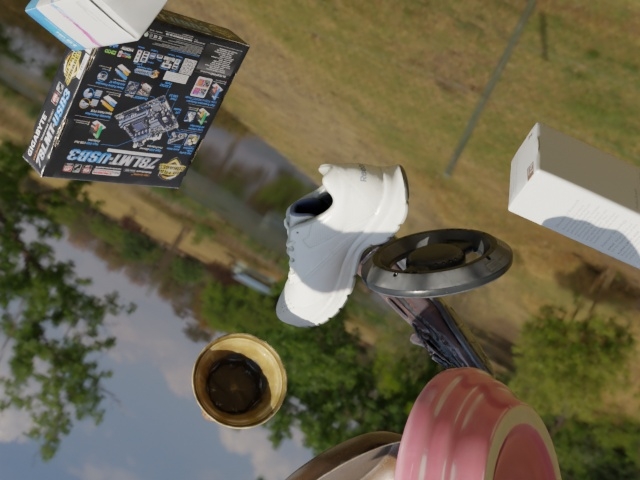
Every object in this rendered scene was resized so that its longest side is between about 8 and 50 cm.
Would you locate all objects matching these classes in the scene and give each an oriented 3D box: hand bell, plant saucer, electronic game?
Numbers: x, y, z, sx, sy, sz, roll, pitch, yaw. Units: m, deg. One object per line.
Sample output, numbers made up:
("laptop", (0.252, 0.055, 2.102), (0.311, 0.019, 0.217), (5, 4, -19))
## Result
("hand bell", (-0.135, 0.221, 1.306), (0.126, 0.126, 0.242), (29, 155, -4))
("plant saucer", (0.025, 0.411, 1.558), (0.050, 0.311, 0.310), (57, -169, 29))
("plant saucer", (0.188, 0.303, 1.003), (0.084, 0.332, 0.332), (-7, 156, 31))
("electronic game", (0.174, 0.034, 1.396), (0.229, 0.048, 0.229), (-10, -162, 3))

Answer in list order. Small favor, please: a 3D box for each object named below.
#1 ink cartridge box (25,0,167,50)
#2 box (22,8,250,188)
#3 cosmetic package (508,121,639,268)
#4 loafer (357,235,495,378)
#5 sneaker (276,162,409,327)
("ink cartridge box", (-0.147, -0.185, 0.656), (0.052, 0.088, 0.122), (41, 164, -30))
("box", (-0.293, -0.229, 1.498), (0.296, 0.293, 0.073), (2, -145, -50))
("cosmetic package", (0.372, -0.055, 1.240), (0.231, 0.117, 0.085), (23, 132, -5))
("loafer", (0.171, 0.128, 1.541), (0.302, 0.095, 0.109), (55, -169, 18))
("sneaker", (0.000, 0.000, 1.233), (0.129, 0.297, 0.111), (14, -142, -23))
